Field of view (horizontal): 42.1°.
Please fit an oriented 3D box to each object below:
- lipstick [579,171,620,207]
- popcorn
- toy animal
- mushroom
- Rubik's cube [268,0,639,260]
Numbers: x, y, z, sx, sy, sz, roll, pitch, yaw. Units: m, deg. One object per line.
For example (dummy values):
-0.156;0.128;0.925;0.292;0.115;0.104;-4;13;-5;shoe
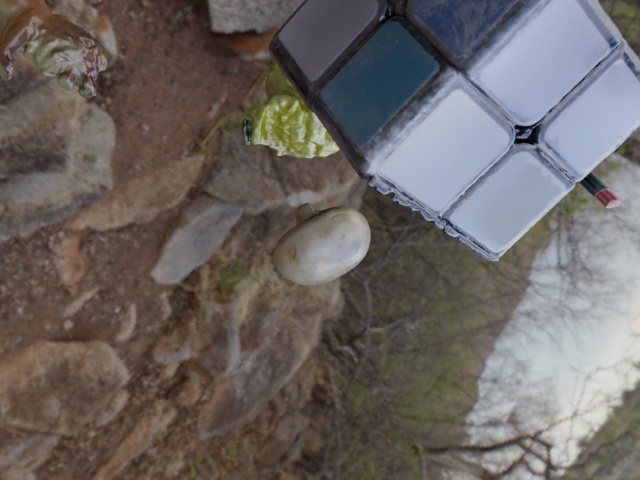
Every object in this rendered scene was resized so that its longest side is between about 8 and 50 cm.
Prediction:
0.537;-0.145;1.712;0.054;0.234;0.053;-18;137;-18;lipstick
-0.032;-0.334;2.021;0.293;0.237;0.292;-1;90;-75;popcorn
-0.424;-0.320;1.167;0.158;0.312;0.097;-29;172;-32;toy animal
0.000;0.000;1.846;0.227;0.178;0.226;-21;170;-4;mushroom
0.179;-0.215;1.052;0.313;0.318;0.316;-46;138;16;Rubik's cube
